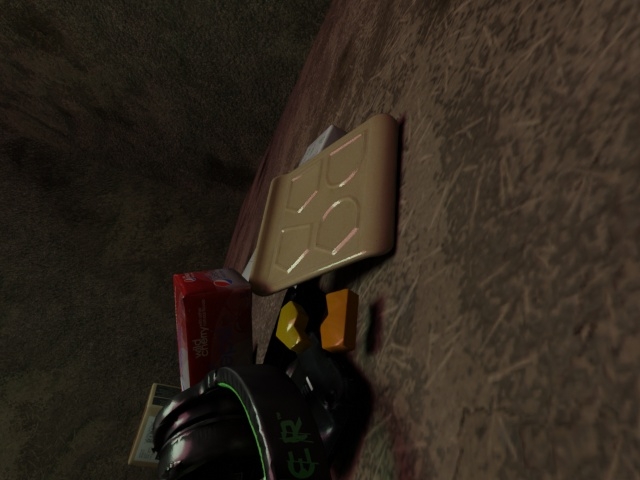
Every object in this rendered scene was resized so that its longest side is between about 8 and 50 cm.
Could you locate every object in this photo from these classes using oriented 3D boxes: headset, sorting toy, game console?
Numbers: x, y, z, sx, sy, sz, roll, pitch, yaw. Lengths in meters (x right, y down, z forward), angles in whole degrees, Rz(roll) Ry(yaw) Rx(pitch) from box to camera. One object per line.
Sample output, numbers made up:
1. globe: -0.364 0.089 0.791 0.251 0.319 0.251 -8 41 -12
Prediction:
1. headset: -0.125 0.270 0.433 0.394 0.185 0.243 -47 46 49
2. sorting toy: 0.000 0.000 0.559 0.229 0.041 0.307 -21 49 40
3. game console: -0.029 0.178 0.571 0.361 0.044 0.213 -157 85 -77

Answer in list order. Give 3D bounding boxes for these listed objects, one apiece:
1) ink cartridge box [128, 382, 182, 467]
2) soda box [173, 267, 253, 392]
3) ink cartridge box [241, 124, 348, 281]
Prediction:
1. ink cartridge box: -0.391 0.513 1.187 0.088 0.193 0.234 -105 36 -61
2. soda box: -0.149 0.176 0.618 0.083 0.092 0.263 -149 57 -60
3. ink cartridge box: -0.050 -0.028 0.760 0.332 0.065 0.165 -62 14 -8
